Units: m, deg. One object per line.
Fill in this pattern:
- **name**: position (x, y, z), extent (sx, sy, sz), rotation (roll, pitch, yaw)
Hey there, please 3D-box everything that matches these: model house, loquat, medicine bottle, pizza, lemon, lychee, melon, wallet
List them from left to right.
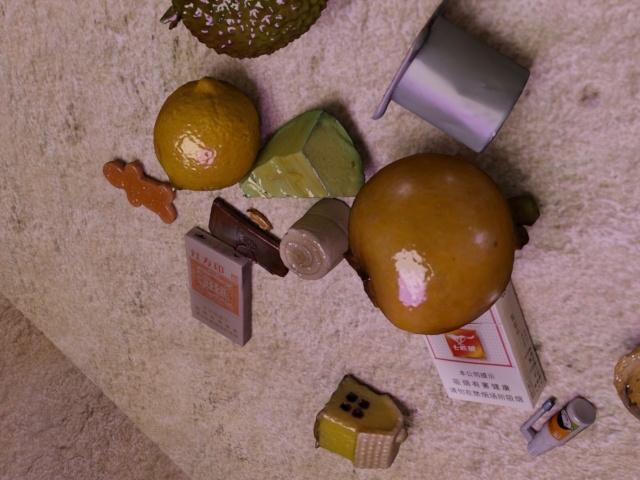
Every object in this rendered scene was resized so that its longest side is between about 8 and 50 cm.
- **lemon**: position (-0.238, -0.229, 1.495), extent (0.228, 0.228, 0.254), rotation (38, 128, 8)
- **lychee**: position (-0.131, -0.438, 1.187), extent (0.320, 0.269, 0.270), rotation (39, 147, 40)
- **wallet**: position (-0.184, 0.002, 1.814), extent (0.255, 0.031, 0.137), rotation (34, 142, 14)
- **pizza**: position (-0.152, -0.052, 1.750), extent (0.083, 0.016, 0.037), rotation (39, 141, 1)
- **melon**: position (-0.056, -0.159, 1.486), extent (0.323, 0.124, 0.196), rotation (-3, 118, 53)
- **model house**: position (0.118, 0.517, 1.897), extent (0.234, 0.175, 0.194), rotation (27, 138, 25)
- **loquat**: position (0.219, -0.005, 1.249), extent (0.359, 0.328, 0.329), rotation (-20, 119, 1)
- **medicine bottle**: position (0.515, 0.409, 1.546), extent (0.092, 0.061, 0.221), rotation (56, 148, 26)

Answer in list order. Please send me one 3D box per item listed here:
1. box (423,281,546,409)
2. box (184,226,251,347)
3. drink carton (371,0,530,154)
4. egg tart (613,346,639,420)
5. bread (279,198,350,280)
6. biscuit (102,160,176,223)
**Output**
- **box**: position (0.328, 0.199, 1.489), extent (0.210, 0.095, 0.330), rotation (-2, 121, 42)
- **box**: position (-0.292, 0.141, 2.020), extent (0.204, 0.051, 0.365), rotation (28, 139, 21)
- **drink carton**: position (0.220, -0.256, 1.115), extent (0.189, 0.191, 0.185), rotation (29, 137, 4)
- **egg tart**: position (0.670, 0.253, 1.227), extent (0.290, 0.107, 0.291), rotation (25, 142, 21)
- **bread**: position (0.000, 0.000, 1.560), extent (0.134, 0.141, 0.148), rotation (33, 141, 17)
- **biscuit**: position (-0.506, -0.152, 1.959), extent (0.250, 0.036, 0.166), rotation (28, 138, 15)
